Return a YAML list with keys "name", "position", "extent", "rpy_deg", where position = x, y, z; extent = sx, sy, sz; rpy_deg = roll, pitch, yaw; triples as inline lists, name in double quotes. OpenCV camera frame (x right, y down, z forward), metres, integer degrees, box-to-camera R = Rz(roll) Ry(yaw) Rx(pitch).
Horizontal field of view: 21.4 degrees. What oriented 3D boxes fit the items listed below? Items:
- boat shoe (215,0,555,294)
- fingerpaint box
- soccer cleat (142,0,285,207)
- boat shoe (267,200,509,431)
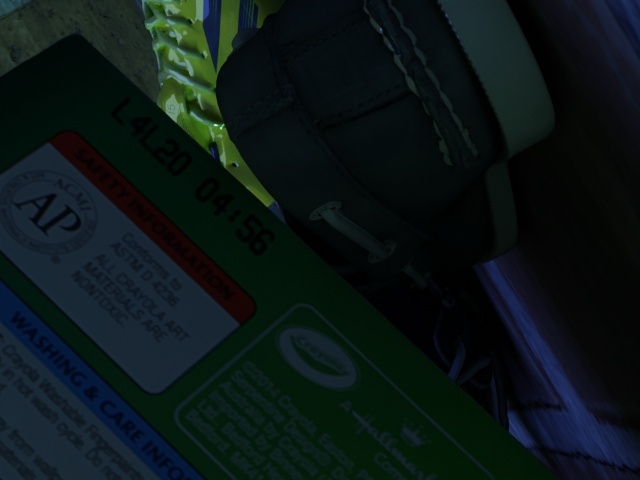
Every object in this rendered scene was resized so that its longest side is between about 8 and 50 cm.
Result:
- name: "boat shoe"
  position: [0.014, -0.034, 0.650]
  extent: [0.116, 0.099, 0.319]
  rpy_deg: [60, 176, 7]
- name: "fingerpaint box"
  position: [-0.020, 0.212, 0.601]
  extent: [0.445, 0.163, 0.371]
  rpy_deg: [42, 142, 10]
- name: "soccer cleat"
  position: [-0.058, -0.091, 0.991]
  extent: [0.289, 0.121, 0.093]
  rpy_deg: [61, 176, -24]
- name: "boat shoe"
  position: [0.051, 0.059, 0.960]
  extent: [0.119, 0.121, 0.335]
  rpy_deg: [50, -176, 25]
